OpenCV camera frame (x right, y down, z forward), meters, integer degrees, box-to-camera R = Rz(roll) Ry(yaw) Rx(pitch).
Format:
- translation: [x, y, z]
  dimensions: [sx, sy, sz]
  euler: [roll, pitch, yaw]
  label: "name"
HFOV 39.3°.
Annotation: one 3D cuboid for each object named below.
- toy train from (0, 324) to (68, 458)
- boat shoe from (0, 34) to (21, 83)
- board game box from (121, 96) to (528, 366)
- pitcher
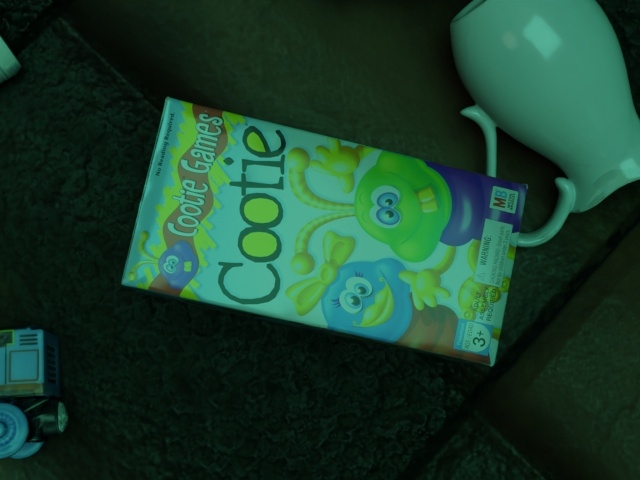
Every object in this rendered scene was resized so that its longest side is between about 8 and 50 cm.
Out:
- translation: [-0.293, 0.123, 0.708]
  dimensions: [0.184, 0.080, 0.105]
  euler: [-3, 76, -4]
  label: "toy train"
- translation: [-0.328, -0.199, 0.741]
  dimensions: [0.063, 0.066, 0.184]
  euler: [-39, 99, -9]
  label: "boat shoe"
- translation: [0.000, 0.000, 0.712]
  dimensions: [0.275, 0.144, 0.142]
  euler: [13, 83, -5]
  label: "board game box"
- translation: [0.183, -0.111, 0.762]
  dimensions: [0.177, 0.125, 0.207]
  euler: [-37, 101, 7]
  label: "pitcher"
